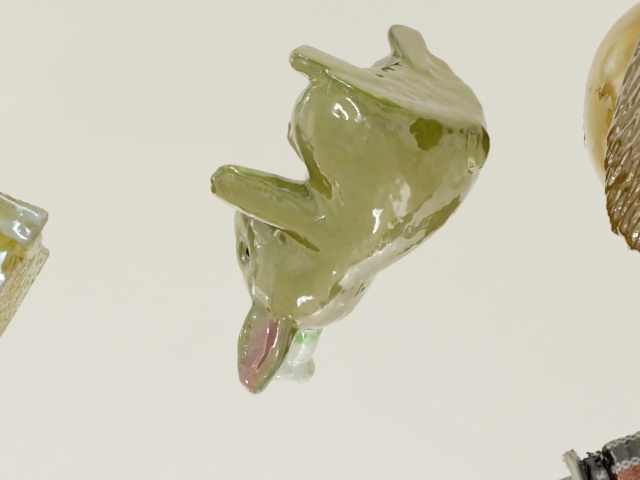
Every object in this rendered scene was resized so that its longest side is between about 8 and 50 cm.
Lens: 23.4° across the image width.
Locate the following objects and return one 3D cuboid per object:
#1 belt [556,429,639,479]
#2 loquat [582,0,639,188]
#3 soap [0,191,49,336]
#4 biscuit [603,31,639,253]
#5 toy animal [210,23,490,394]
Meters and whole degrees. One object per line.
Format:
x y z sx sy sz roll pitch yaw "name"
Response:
0.286 0.258 1.512 0.359 0.126 0.094 97 159 -72 "belt"
0.335 -0.102 1.287 0.235 0.235 0.235 37 167 10 "loquat"
-0.433 0.003 1.450 0.315 0.199 0.091 24 155 7 "soap"
0.261 -0.109 0.993 0.037 0.262 0.262 19 172 -15 "biscuit"
-0.009 -0.018 1.335 0.180 0.363 0.181 46 -149 9 "toy animal"
